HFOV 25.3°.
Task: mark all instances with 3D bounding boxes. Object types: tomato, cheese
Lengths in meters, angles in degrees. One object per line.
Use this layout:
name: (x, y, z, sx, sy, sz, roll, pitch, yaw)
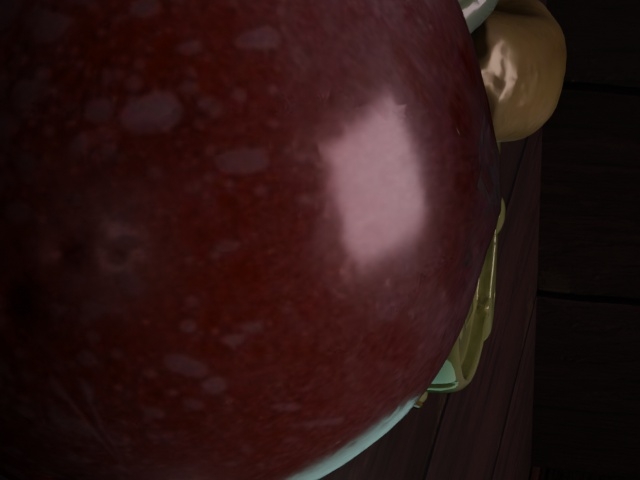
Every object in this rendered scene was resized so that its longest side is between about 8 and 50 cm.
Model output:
tomato: (-0.044, -0.026, 0.550, 0.270, 0.227, 0.270, 3, 90, -74)
cheese: (0.058, -0.122, 0.963, 0.226, 0.213, 0.117, -59, 155, -75)

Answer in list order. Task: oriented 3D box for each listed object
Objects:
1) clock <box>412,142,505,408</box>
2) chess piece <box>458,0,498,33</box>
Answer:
clock: (0.096, 0.016, 1.346, 0.348, 0.117, 0.286, -53, 145, -65)
chess piece: (-0.022, -0.231, 0.698, 0.299, 0.194, 0.195, 63, 34, -49)
